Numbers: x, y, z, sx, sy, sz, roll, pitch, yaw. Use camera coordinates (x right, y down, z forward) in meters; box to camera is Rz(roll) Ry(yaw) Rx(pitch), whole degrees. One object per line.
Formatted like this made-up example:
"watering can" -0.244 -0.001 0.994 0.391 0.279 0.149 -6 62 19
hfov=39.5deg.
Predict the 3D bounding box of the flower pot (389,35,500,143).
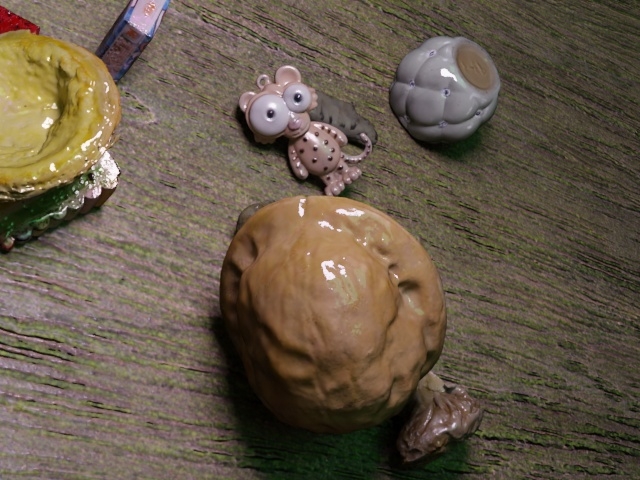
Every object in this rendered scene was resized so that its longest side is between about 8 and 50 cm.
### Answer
"flower pot" 0.281 -0.337 1.991 0.246 0.195 0.246 16 59 -30

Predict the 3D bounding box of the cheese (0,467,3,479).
"cheese" -0.426 0.368 1.191 0.086 0.036 0.162 -7 73 -41

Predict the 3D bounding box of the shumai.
"shumai" 0.190 0.306 1.624 0.175 0.166 0.206 55 22 10

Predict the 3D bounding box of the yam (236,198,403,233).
"yam" 0.000 0.000 1.648 0.330 0.133 0.133 12 61 -29

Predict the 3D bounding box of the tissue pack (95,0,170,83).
"tissue pack" -0.331 -0.360 1.558 0.065 0.155 0.115 32 51 -22

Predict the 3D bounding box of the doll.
"doll" -0.030 -0.210 1.729 0.278 0.154 0.119 41 4 -14

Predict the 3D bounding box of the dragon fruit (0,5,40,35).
"dragon fruit" -0.537 -0.322 1.435 0.162 0.083 0.106 31 57 11

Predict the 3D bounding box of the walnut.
"walnut" 0.018 0.125 1.440 0.383 0.383 0.383 17 58 -30

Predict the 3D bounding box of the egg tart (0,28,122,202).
"egg tart" -0.450 -0.174 1.336 0.315 0.120 0.315 2 60 -4

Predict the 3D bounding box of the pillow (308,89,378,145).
"pillow" 0.020 -0.266 1.850 0.241 0.051 0.093 14 59 -29

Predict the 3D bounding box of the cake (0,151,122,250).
"cake" -0.433 -0.074 1.412 0.225 0.090 0.109 -33 90 -24
